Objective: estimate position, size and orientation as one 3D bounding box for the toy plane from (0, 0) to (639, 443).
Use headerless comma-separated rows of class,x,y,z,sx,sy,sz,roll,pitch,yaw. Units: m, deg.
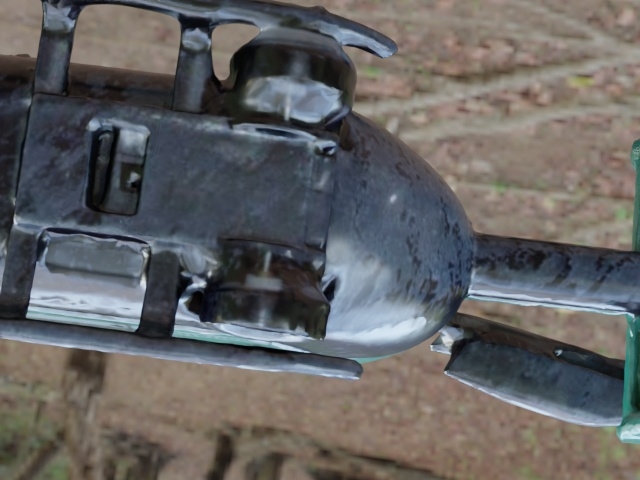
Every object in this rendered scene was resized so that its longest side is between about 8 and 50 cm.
toy plane,0.000,0.000,0.451,0.382,0.106,0.155,6,169,-4
